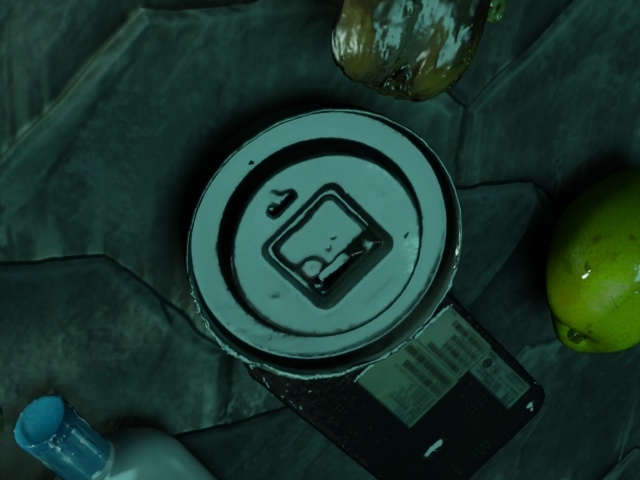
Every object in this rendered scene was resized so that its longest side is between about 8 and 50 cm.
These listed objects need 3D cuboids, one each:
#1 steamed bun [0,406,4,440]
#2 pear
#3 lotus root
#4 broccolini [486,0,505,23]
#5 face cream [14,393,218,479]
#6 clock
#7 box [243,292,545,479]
[{"bbox_3d":[-0.351,0.109,0.937,0.268,0.280,0.207,25,108,-39],"label":"steamed bun"},{"bbox_3d":[0.342,0.032,1.382,0.187,0.187,0.219,27,110,-40],"label":"pear"},{"bbox_3d":[0.114,-0.280,1.038,0.167,0.078,0.329,4,101,-43],"label":"lotus root"},{"bbox_3d":[0.032,-0.265,1.055,0.392,0.074,0.079,12,120,-35],"label":"broccolini"},{"bbox_3d":[-0.201,0.275,1.278,0.163,0.080,0.336,-38,132,-3],"label":"face cream"},{"bbox_3d":[0.000,0.000,1.182,0.281,0.055,0.280,-5,111,-13],"label":"clock"},{"bbox_3d":[0.085,0.146,1.343,0.211,0.058,0.350,-46,123,2],"label":"box"}]
